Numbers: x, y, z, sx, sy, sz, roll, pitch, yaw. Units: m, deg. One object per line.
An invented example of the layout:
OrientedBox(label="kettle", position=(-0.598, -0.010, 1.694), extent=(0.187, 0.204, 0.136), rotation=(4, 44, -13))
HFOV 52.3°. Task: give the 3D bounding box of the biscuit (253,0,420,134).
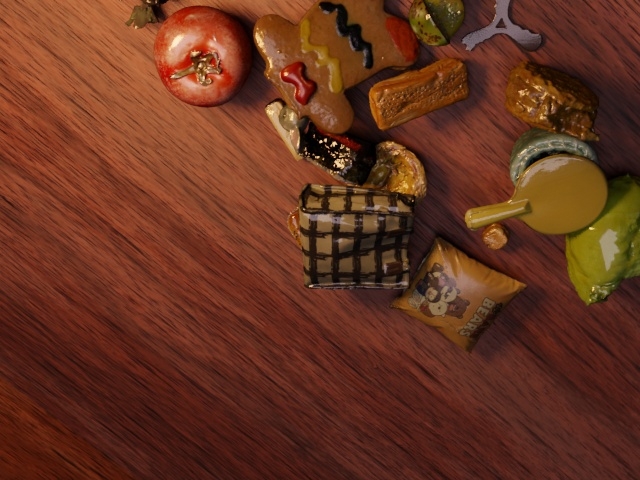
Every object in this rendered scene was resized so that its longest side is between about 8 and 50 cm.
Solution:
OrientedBox(label="biscuit", position=(0.052, -0.493, 1.701), extent=(0.394, 0.076, 0.368), rotation=(-35, 104, 1))

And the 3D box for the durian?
OrientedBox(label="durian", position=(0.801, -0.013, 1.784), extent=(0.255, 0.204, 0.340), rotation=(-14, 104, 6))

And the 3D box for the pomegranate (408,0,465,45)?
OrientedBox(label="pomegranate", position=(0.296, -0.582, 1.659), extent=(0.143, 0.122, 0.169), rotation=(23, 86, -30))

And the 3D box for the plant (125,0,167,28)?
OrientedBox(label="plant", position=(-0.488, -0.690, 1.799), extent=(0.131, 0.142, 0.203), rotation=(11, 110, -2))

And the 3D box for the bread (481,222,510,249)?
OrientedBox(label="bread", position=(0.520, -0.011, 1.930), extent=(0.081, 0.046, 0.083), rotation=(11, 121, 15))

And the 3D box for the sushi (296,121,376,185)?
OrientedBox(label="sushi", position=(0.048, -0.247, 1.848), extent=(0.225, 0.136, 0.126), rotation=(29, 105, 31))

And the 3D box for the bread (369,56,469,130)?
OrientedBox(label="bread", position=(0.262, -0.385, 1.723), extent=(0.270, 0.077, 0.139), rotation=(-23, 126, -9))

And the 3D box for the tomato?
OrientedBox(label="tomato", position=(-0.323, -0.510, 1.790), extent=(0.270, 0.227, 0.270), rotation=(-3, 124, -5))

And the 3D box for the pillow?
OrientedBox(label="pillow", position=(0.416, 0.173, 2.009), extent=(0.312, 0.119, 0.310), rotation=(30, 116, 0))

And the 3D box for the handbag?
OrientedBox(label="handbag", position=(0.106, -0.003, 1.877), extent=(0.326, 0.163, 0.325), rotation=(4, 133, 7))

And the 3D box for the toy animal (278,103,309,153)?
OrientedBox(label="toy animal", position=(-0.065, -0.369, 1.806), extent=(0.108, 0.138, 0.236), rotation=(19, 76, 13))

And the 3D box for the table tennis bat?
OrientedBox(label="table tennis bat", position=(0.564, -0.099, 1.714), extent=(0.368, 0.054, 0.224), rotation=(-17, 112, 20))

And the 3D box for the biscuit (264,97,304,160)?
OrientedBox(label="biscuit", position=(-0.095, -0.329, 1.924), extent=(0.056, 0.052, 0.188), rotation=(-28, 109, 14))

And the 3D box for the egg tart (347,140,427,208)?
OrientedBox(label="egg tart", position=(0.199, -0.171, 1.907), extent=(0.231, 0.098, 0.252), rotation=(26, 116, 9))

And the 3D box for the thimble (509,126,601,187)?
OrientedBox(label="thimble", position=(0.629, -0.205, 1.746), extent=(0.235, 0.143, 0.198), rotation=(5, 120, 14))

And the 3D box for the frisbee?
OrientedBox(label="frisbee", position=(0.452, -0.558, 1.688), extent=(0.187, 0.012, 0.211), rotation=(-22, 109, 24))

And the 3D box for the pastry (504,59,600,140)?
OrientedBox(label="pastry", position=(0.578, -0.357, 1.632), extent=(0.240, 0.235, 0.132), rotation=(14, 115, -3))

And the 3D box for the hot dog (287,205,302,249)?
OrientedBox(label="hot dog", position=(0.000, 0.000, 2.054), extent=(0.144, 0.075, 0.268), rotation=(-27, 106, 24))
